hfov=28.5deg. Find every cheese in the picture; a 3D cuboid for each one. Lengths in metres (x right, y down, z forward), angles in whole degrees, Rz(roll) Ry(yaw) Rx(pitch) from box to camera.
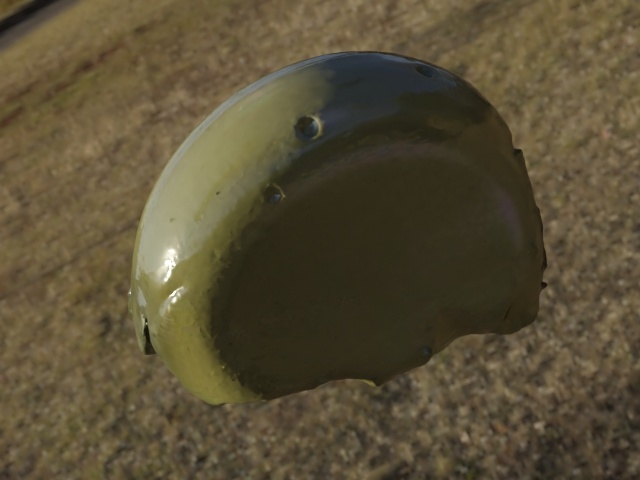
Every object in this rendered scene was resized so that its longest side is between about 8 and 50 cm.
[{"bbox_3d":[0.000,0.000,0.620,0.203,0.175,0.091,-22,26,-8],"label":"cheese"}]
